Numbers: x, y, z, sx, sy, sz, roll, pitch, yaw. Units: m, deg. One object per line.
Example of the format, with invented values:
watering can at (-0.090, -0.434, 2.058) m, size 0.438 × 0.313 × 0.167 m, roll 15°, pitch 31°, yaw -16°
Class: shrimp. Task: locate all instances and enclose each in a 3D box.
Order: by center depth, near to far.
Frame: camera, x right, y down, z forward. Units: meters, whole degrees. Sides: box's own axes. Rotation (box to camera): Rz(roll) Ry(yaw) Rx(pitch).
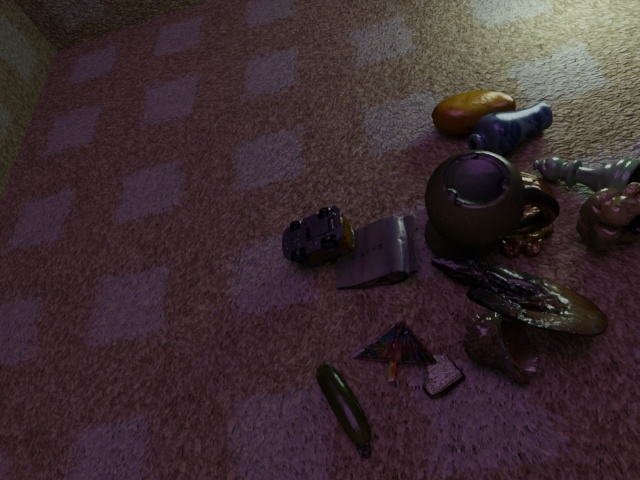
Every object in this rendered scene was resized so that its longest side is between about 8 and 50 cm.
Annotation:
shrimp at (0.450, 0.130, 1.165) m, size 0.445 × 0.085 × 0.272 m, roll 24°, pitch 24°, yaw 38°

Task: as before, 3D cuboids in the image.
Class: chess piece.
chess piece at (0.724, -0.183, 1.333) m, size 0.272 × 0.139 × 0.139 m, roll 26°, pitch 69°, yaw 41°

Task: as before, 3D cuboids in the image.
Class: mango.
mango at (0.496, -0.417, 1.564) m, size 0.262 × 0.109 × 0.157 m, roll -5°, pitch 47°, yaw 10°

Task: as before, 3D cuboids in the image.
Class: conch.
conch at (0.432, 0.245, 1.132) m, size 0.155 × 0.130 × 0.207 m, roll -44°, pitch 69°, yaw 3°

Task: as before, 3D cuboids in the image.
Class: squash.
squash at (0.062, 0.409, 1.186) m, size 0.066 × 0.066 × 0.252 m, roll -33°, pitch 55°, yaw -4°

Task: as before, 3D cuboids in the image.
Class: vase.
vase at (0.438, -0.074, 1.239) m, size 0.329 × 0.302 × 0.240 m, roll 3°, pitch 63°, yaw 14°

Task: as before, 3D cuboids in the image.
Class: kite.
kite at (0.186, 0.287, 1.247) m, size 0.241 × 0.014 × 0.183 m, roll -7°, pitch 44°, yaw 25°

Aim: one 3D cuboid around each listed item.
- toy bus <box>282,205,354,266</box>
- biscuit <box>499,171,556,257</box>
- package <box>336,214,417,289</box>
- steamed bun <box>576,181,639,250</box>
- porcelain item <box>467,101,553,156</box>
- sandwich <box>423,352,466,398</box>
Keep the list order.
toy bus at (0.000, 0.000, 1.421) m, size 0.210 × 0.136 × 0.126 m, roll -23°, pitch 55°, yaw 24°
biscuit at (0.560, -0.081, 1.361) m, size 0.202 × 0.044 × 0.288 m, roll 2°, pitch 57°, yaw 19°
package at (0.165, 0.039, 1.408) m, size 0.251 × 0.062 × 0.203 m, roll -14°, pitch 54°, yaw 25°
steamed bun at (0.745, -0.046, 1.190) m, size 0.178 × 0.192 × 0.106 m, roll -5°, pitch 52°, yaw -10°
porcelain item at (0.579, -0.340, 1.471) m, size 0.259 × 0.141 × 0.141 m, roll -24°, pitch 53°, yaw -10°
sandwich at (0.290, 0.333, 1.178) m, size 0.105 × 0.035 × 0.093 m, roll -39°, pitch 55°, yaw -8°
